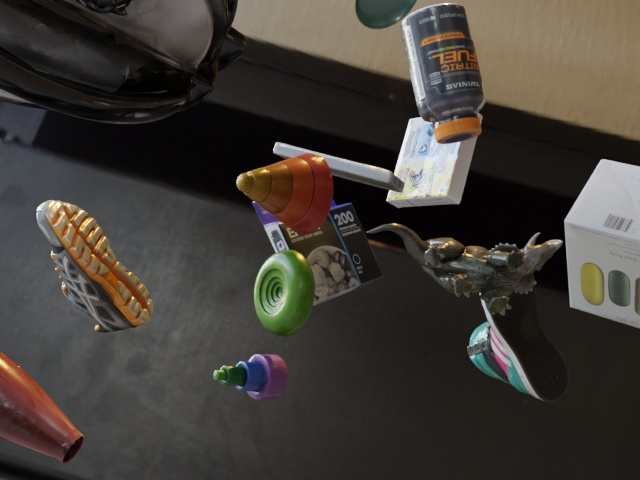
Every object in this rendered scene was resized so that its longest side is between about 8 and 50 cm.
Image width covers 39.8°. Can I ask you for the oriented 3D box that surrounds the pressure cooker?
[{"bbox_3d":[-0.258,-0.323,0.857,0.369,0.420,0.375,0,-23,-3],"label":"pressure cooker"}]

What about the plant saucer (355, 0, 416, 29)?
[{"bbox_3d":[0.101,-0.387,1.376,0.021,0.119,0.119,55,5,36],"label":"plant saucer"}]

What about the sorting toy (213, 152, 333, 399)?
[{"bbox_3d":[-0.088,0.047,1.258,0.126,0.366,0.127,9,4,-39],"label":"sorting toy"}]

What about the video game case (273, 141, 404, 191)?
[{"bbox_3d":[0.041,-0.140,1.707,0.227,0.026,0.206,16,2,12],"label":"video game case"}]

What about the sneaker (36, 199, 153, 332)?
[{"bbox_3d":[-0.315,0.043,1.178,0.083,0.084,0.215,-24,-68,19],"label":"sneaker"}]

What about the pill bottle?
[{"bbox_3d":[0.237,-0.310,1.670,0.130,0.246,0.130,-11,-7,-1],"label":"pill bottle"}]

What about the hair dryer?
[{"bbox_3d":[-0.406,0.225,0.993,0.293,0.224,0.080,-8,-6,8],"label":"hair dryer"}]

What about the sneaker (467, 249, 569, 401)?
[{"bbox_3d":[0.333,0.151,1.629,0.295,0.124,0.178,66,-21,-9],"label":"sneaker"}]

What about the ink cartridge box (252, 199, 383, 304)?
[{"bbox_3d":[0.000,0.000,1.569,0.045,0.208,0.206,-32,-9,41],"label":"ink cartridge box"}]

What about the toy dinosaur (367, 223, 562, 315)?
[{"bbox_3d":[0.222,0.042,1.364,0.313,0.121,0.160,5,4,-1],"label":"toy dinosaur"}]

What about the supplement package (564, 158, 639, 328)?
[{"bbox_3d":[0.631,0.012,1.791,0.199,0.198,0.263,18,-36,32],"label":"supplement package"}]

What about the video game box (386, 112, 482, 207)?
[{"bbox_3d":[0.242,-0.174,1.890,0.048,0.205,0.187,26,-17,-32],"label":"video game box"}]
